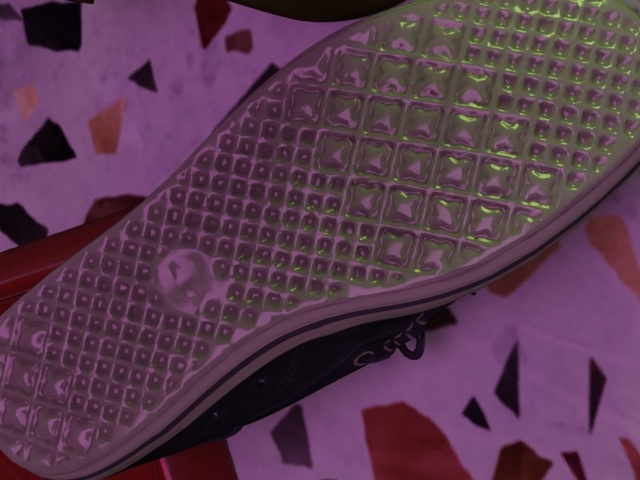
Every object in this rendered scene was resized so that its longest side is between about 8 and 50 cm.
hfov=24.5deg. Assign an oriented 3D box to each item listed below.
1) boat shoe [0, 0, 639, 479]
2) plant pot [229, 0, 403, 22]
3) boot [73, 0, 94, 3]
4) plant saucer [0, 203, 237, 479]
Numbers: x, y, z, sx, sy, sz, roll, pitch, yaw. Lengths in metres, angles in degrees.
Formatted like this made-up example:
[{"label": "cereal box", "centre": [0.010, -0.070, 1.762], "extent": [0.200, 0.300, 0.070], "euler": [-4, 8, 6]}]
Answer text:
[{"label": "boat shoe", "centre": [0.000, 0.000, 0.963], "extent": [0.500, 0.156, 0.186], "euler": [-33, 74, 17]}, {"label": "plant pot", "centre": [-0.068, -0.267, 0.875], "extent": [0.275, 0.293, 0.274], "euler": [5, 100, 29]}, {"label": "boot", "centre": [-0.198, -0.317, 1.019], "extent": [0.236, 0.089, 0.269], "euler": [37, 117, 52]}, {"label": "plant saucer", "centre": [-0.205, 0.128, 1.154], "extent": [0.258, 0.048, 0.259], "euler": [-17, 89, 31]}]
